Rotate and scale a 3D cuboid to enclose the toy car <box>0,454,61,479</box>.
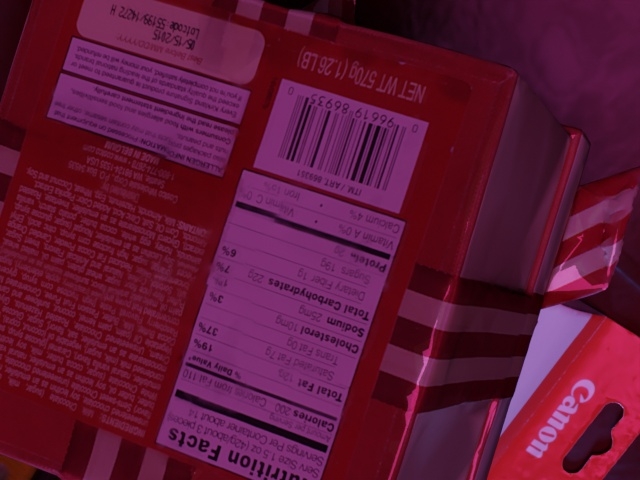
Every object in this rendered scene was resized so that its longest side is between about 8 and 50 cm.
[{"bbox_3d":[-0.170,0.147,0.873,0.182,0.159,0.136,35,142,-9],"label":"toy car"}]

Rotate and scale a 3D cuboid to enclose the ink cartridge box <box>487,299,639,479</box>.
[{"bbox_3d":[0.106,0.092,0.876,0.179,0.045,0.145,33,108,-5],"label":"ink cartridge box"}]

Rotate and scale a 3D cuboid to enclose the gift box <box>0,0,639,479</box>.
[{"bbox_3d":[0.000,0.000,0.718,0.255,0.258,0.276,23,91,17],"label":"gift box"}]
